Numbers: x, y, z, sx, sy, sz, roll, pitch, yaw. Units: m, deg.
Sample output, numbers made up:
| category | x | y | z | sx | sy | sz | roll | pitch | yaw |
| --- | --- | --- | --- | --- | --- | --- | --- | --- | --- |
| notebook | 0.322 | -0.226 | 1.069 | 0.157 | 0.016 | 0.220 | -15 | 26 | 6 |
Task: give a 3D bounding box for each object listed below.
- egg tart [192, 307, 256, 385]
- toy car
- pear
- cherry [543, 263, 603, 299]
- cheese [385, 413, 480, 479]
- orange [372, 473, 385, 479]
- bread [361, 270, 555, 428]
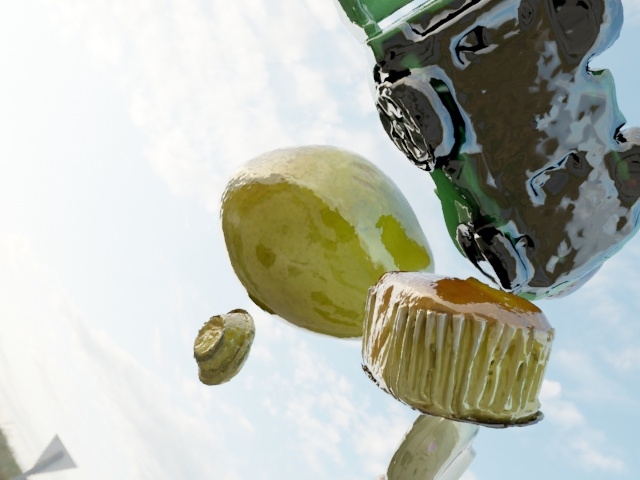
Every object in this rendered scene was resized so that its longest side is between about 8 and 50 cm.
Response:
| category | x | y | z | sx | sy | sz | roll | pitch | yaw |
| --- | --- | --- | --- | --- | --- | --- | --- | --- | --- |
| egg tart | -0.226 | 0.230 | 1.201 | 0.074 | 0.191 | 0.191 | 40 | -26 | -30 |
| toy car | 0.172 | -0.124 | 0.526 | 0.358 | 0.213 | 0.176 | 56 | -3 | -19 |
| pear | 0.000 | 0.000 | 1.003 | 0.418 | 0.362 | 0.362 | 39 | -40 | 15 |
| cherry | 0.367 | -0.025 | 0.892 | 0.203 | 0.300 | 0.230 | 15 | -77 | 1 |
| cheese | 0.129 | 0.331 | 0.741 | 0.071 | 0.249 | 0.163 | 38 | -6 | 36 |
| orange | 0.136 | 0.518 | 1.084 | 0.083 | 0.083 | 0.083 | 29 | -46 | 35 |
| bread | 0.111 | 0.083 | 0.466 | 0.190 | 0.132 | 0.114 | -155 | -106 | -75 |
